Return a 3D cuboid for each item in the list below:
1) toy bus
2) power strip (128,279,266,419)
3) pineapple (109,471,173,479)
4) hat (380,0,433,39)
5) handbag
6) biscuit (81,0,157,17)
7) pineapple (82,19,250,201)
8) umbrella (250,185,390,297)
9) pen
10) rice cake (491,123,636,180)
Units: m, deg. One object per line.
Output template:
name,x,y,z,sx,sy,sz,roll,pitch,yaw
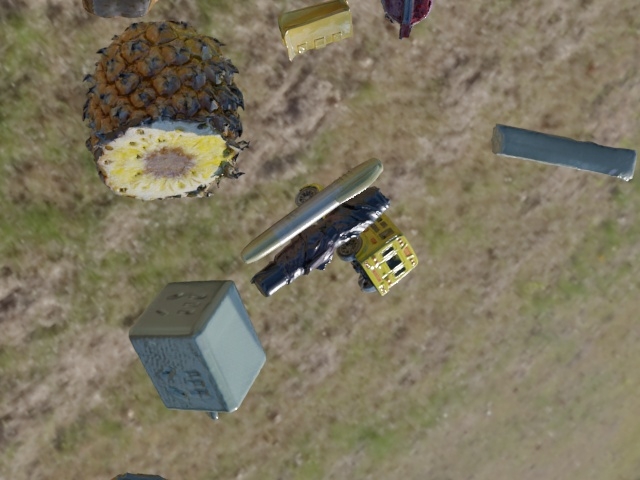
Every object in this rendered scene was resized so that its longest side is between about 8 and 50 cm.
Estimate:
toy bus,0.077,-0.030,2.013,0.152,0.330,0.144,-37,132,-2
power strip,-0.181,0.190,1.413,0.139,0.140,0.224,-59,136,-49
pineapple,-0.104,0.300,0.828,0.186,0.236,0.114,-43,162,-22
hat,0.223,-0.602,2.152,0.227,0.128,0.140,-70,145,-51
handbag,-0.004,-0.242,1.017,0.083,0.027,0.061,-18,156,-3
biscuit,-0.227,-0.402,1.173,0.334,0.202,0.047,-49,165,-34
pineapple,-0.313,-0.265,1.809,0.352,0.300,0.352,-3,149,-2
umbrella,0.000,0.000,1.778,0.326,0.090,0.094,-37,168,-14
pen,-0.008,-0.039,1.198,0.233,0.040,0.032,-37,120,-11
rice cake,0.421,-0.155,1.550,0.052,0.256,0.057,-88,-172,-64
